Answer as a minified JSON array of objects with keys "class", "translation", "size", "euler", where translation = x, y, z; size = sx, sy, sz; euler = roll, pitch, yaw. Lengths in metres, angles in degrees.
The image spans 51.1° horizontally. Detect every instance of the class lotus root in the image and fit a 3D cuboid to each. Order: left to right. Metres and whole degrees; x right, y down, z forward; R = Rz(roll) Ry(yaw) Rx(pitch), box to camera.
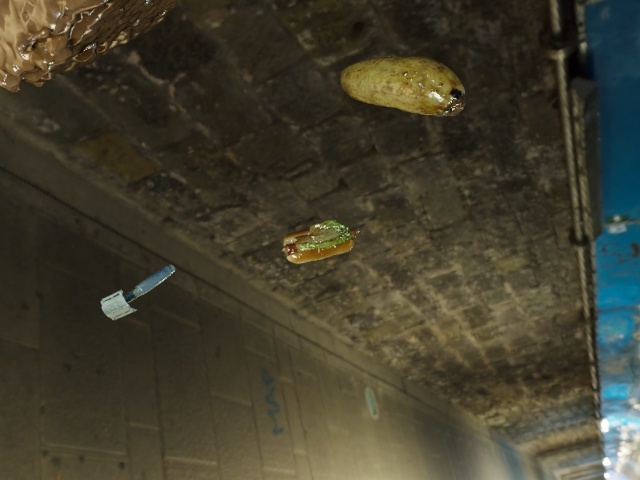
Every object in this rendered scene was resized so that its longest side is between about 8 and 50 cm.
[{"class":"lotus root","translation":[0.142,-0.283,1.197],"size":[0.110,0.258,0.097],"euler":[-30,128,-46]}]

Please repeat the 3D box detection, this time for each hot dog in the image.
[{"class":"hot dog","translation":[0.000,0.000,1.065],"size":[0.041,0.133,0.056],"euler":[123,-48,-63]}]

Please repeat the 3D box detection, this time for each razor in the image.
[{"class":"razor","translation":[-0.283,0.075,1.081],"size":[0.135,0.068,0.040],"euler":[-39,103,-48]}]

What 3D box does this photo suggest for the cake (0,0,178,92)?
[{"class":"cake","translation":[-0.235,-0.320,0.571],"size":[0.290,0.255,0.282],"euler":[51,37,-12]}]
